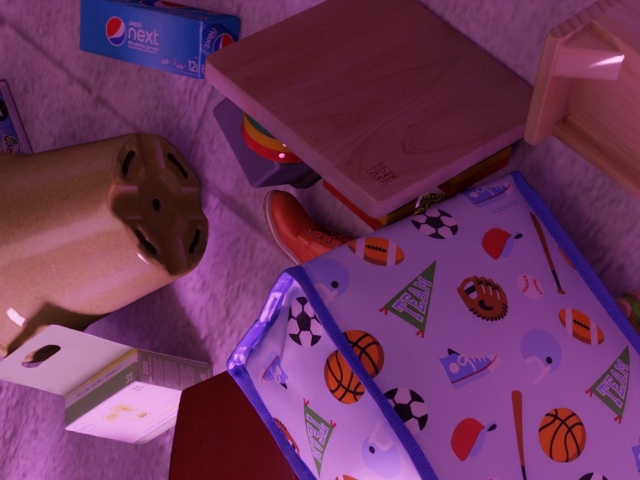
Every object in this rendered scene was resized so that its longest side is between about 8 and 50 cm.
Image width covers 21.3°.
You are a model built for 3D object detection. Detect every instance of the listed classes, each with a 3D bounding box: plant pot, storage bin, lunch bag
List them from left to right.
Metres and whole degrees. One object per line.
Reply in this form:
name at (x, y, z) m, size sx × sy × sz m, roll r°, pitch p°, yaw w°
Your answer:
plant pot at (-0.287, -0.012, 2.074) m, size 0.254 × 0.276 × 0.276 m, roll -17°, pitch 89°, yaw 31°
storage bin at (-0.061, -0.120, 1.940) m, size 0.098 × 0.091 × 0.135 m, roll -37°, pitch 76°, yaw 40°
plant pot at (-0.015, 0.252, 1.901) m, size 0.267 × 0.267 × 0.236 m, roll -26°, pitch 69°, yaw 42°
lunch bag at (0.152, 0.177, 1.657) m, size 0.385 × 0.328 × 0.239 m, roll 53°, pitch 145°, yaw 17°

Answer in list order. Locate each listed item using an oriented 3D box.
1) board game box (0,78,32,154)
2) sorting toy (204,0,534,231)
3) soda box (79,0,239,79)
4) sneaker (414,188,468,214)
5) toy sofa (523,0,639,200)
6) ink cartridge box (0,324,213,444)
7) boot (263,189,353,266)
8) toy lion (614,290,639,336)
board game box at (-0.494, -0.036, 2.196) m, size 0.086 × 0.302 × 0.308 m, roll -25°, pitch 84°, yaw 42°
sorting toy at (0.054, -0.130, 1.741) m, size 0.255 × 0.257 × 0.089 m, roll 41°, pitch 141°, yaw 26°
soda box at (-0.195, -0.248, 2.040) m, size 0.210 × 0.067 × 0.071 m, roll 17°, pitch 111°, yaw 37°
sneaker at (0.125, -0.039, 1.838) m, size 0.083 × 0.031 × 0.035 m, roll -42°, pitch 73°, yaw 39°
toy sofa at (0.376, -0.083, 1.553) m, size 0.362 × 0.177 × 0.150 m, roll 41°, pitch 149°, yaw 26°
ink cartridge box at (-0.273, 0.182, 2.111) m, size 0.171 × 0.235 × 0.056 m, roll -34°, pitch 52°, yaw 41°
boot at (0.000, 0.000, 1.939) m, size 0.084 × 0.059 × 0.158 m, roll -31°, pitch 93°, yaw 38°
toy lion at (0.319, 0.107, 1.710) m, size 0.100 × 0.034 × 0.096 m, roll 30°, pitch 126°, yaw 32°
